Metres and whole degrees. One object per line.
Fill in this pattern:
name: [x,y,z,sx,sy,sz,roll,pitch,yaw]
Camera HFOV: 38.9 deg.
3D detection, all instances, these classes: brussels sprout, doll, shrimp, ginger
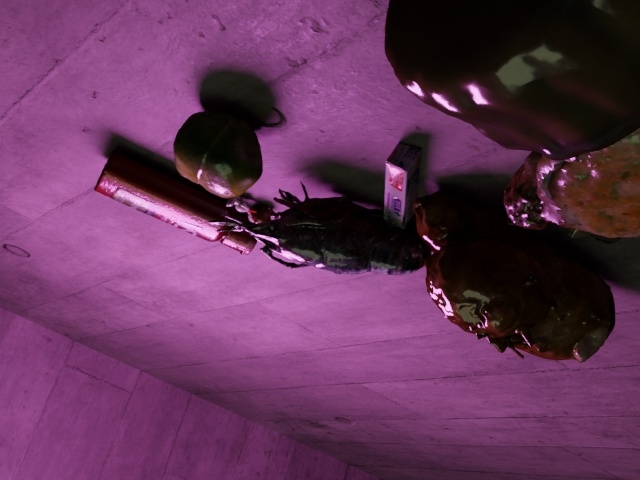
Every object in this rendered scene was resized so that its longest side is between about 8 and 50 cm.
brussels sprout: [-0.153,-0.134,1.399,0.155,0.117,0.155,33,173,5]
doll: [-0.128,-0.056,1.659,0.058,0.040,0.085,10,159,45]
shrimp: [0.002,0.001,1.544,0.372,0.137,0.172,13,140,8]
ginger: [0.318,0.095,1.414,0.418,0.254,0.176,32,121,-29]

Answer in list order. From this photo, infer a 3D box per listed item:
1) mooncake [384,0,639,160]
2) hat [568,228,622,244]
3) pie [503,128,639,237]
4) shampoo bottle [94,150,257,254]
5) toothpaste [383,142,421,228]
mooncake: [0.198,-0.212,0.748,0.161,0.290,0.290,26,156,-28]
hat: [0.422,-0.047,1.242,0.147,0.084,0.175,-10,169,29]
pie: [0.426,-0.112,0.955,0.418,0.180,0.395,4,162,3]
shampoo bottle: [-0.262,-0.065,1.685,0.314,0.076,0.118,25,154,-17]
toothpaste: [0.126,-0.083,1.400,0.040,0.047,0.196,28,160,15]
